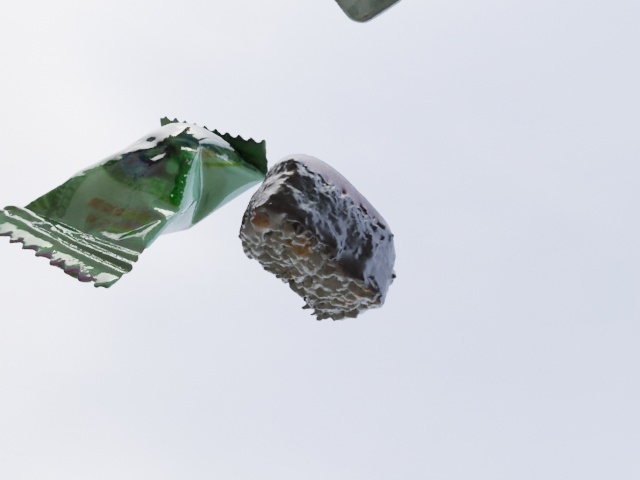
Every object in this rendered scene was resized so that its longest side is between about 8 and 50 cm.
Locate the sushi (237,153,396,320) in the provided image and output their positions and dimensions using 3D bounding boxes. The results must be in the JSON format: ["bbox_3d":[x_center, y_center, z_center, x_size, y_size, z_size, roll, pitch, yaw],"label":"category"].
[{"bbox_3d":[0.000,0.000,0.717,0.136,0.126,0.225,-22,-62,40],"label":"sushi"}]

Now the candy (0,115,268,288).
[{"bbox_3d":[-0.284,-0.072,0.865,0.262,0.398,0.172,10,-61,25],"label":"candy"}]

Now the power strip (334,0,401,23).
[{"bbox_3d":[0.014,-0.404,0.644,0.261,0.141,0.229,41,-32,-28],"label":"power strip"}]
